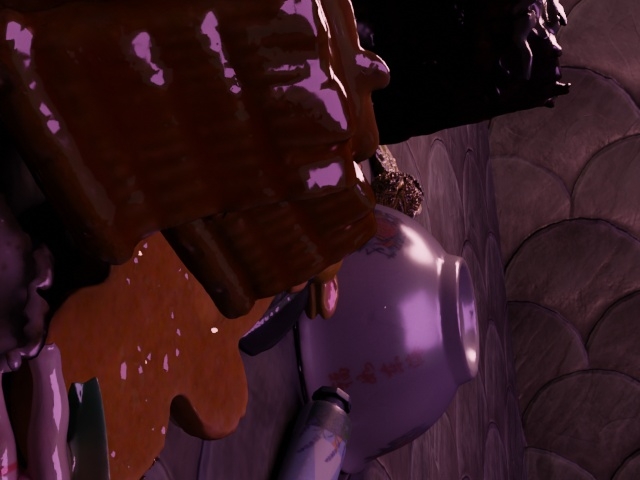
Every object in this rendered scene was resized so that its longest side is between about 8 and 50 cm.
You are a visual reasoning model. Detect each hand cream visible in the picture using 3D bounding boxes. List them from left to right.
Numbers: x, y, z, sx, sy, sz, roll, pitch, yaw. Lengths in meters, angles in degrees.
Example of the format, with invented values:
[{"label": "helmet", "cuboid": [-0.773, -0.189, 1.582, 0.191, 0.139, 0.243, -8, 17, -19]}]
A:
[{"label": "hand cream", "cuboid": [-0.022, 0.240, 0.851, 0.256, 0.055, 0.088, -65, 141, -48]}]

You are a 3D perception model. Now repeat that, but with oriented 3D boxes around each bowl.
[{"label": "bowl", "cuboid": [0.097, 0.098, 1.091, 0.345, 0.157, 0.346, -6, 90, -73]}]

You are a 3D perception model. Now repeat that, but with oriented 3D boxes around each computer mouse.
[{"label": "computer mouse", "cuboid": [-0.042, 0.023, 0.830, 0.192, 0.062, 0.106, -69, 148, -58]}]

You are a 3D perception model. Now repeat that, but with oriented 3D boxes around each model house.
[{"label": "model house", "cuboid": [-0.082, -0.073, 0.496, 0.229, 0.219, 0.199, -65, 155, -48]}]

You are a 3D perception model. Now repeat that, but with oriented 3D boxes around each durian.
[{"label": "durian", "cuboid": [0.100, -0.059, 1.301, 0.080, 0.091, 0.080, 10, 72, -31]}]

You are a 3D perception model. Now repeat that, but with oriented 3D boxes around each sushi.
[{"label": "sushi", "cuboid": [0.131, -0.272, 1.101, 0.299, 0.294, 0.281, 27, 57, -69]}]

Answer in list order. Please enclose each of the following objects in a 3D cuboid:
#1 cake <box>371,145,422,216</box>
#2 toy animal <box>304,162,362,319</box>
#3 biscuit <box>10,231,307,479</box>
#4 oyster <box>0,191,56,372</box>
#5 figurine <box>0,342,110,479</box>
[{"label": "cake", "cuboid": [0.096, -0.092, 1.377, 0.140, 0.055, 0.051, 59, 26, -17]}, {"label": "toy animal", "cuboid": [0.002, 0.000, 0.936, 0.070, 0.083, 0.159, 13, 79, -57]}, {"label": "biscuit", "cuboid": [-0.105, 0.031, 0.627, 0.216, 0.047, 0.340, 63, 32, -28]}, {"label": "oyster", "cuboid": [-0.199, 0.084, 0.309, 0.129, 0.078, 0.345, 48, 36, -28]}, {"label": "figurine", "cuboid": [-0.140, 0.143, 0.458, 0.083, 0.083, 0.187, -14, 98, -73]}]
